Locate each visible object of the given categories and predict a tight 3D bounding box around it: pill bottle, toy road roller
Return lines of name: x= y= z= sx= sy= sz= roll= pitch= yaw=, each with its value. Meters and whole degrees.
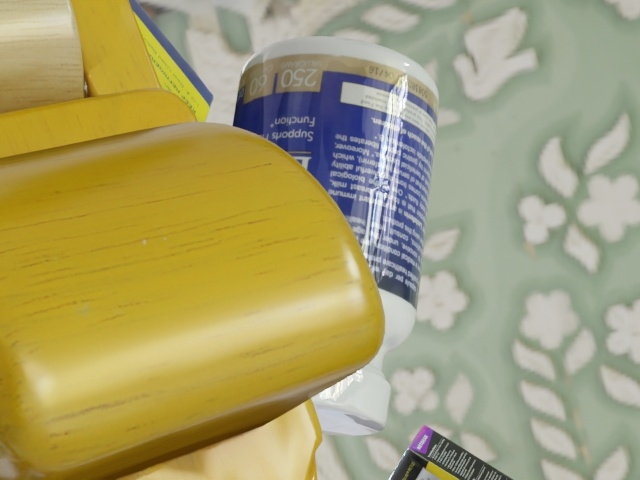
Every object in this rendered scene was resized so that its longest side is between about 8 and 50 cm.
pill bottle: x=0.000 y=0.000 z=0.980 sx=0.153 sy=0.264 sz=0.153 roll=6 pitch=-18 yaw=2
toy road roller: x=-0.113 y=0.000 z=0.505 sx=0.203 sy=0.329 sz=0.240 roll=-15 pitch=-13 yaw=-35

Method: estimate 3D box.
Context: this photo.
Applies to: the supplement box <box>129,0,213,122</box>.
supplement box: x=-0.236 y=-0.054 z=0.996 sx=0.195 sy=0.194 sz=0.356 roll=-30 pitch=23 yaw=21

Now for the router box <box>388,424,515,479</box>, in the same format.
router box: x=0.101 y=0.260 z=1.137 sx=0.046 sy=0.133 sz=0.179 roll=-44 pitch=-18 yaw=-57
